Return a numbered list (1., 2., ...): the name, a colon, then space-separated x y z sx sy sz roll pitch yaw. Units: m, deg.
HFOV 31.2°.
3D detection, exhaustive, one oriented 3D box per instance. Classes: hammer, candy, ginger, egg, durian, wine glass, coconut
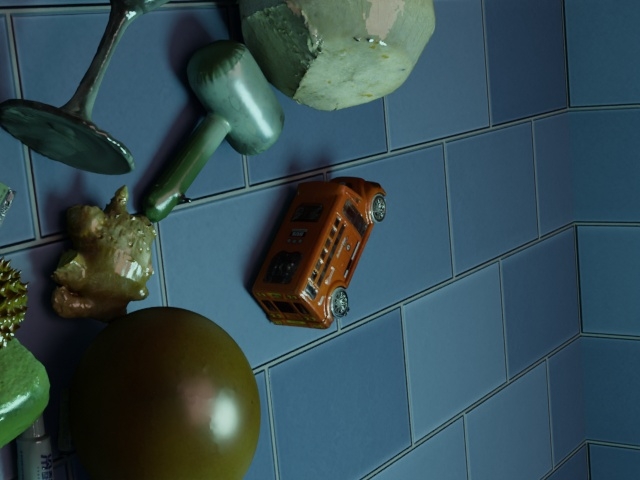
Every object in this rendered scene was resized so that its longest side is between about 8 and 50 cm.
1. hammer: -0.193 -0.163 1.912 0.335 0.119 0.206 -58 134 -27
2. candy: -0.499 0.248 1.465 0.132 0.142 0.343 50 41 4
3. ginger: -0.322 0.021 1.727 0.157 0.102 0.216 17 81 -27
4. egg: -0.229 0.260 1.708 0.282 0.282 0.351 -53 152 -40
5. durian: -0.470 0.090 1.479 0.144 0.139 0.252 47 53 -30
6. wine glass: -0.289 -0.314 1.642 0.267 0.267 0.406 43 61 -47
7. coconut: 0.018 -0.430 2.009 0.346 0.346 0.360 27 50 -53

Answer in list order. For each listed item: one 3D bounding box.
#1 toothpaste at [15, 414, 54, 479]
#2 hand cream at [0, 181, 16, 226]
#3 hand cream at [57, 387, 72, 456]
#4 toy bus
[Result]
1. toothpaste: -0.410 0.392 1.665 0.075 0.048 0.297 -17 109 -57
2. hand cream: -0.490 -0.083 1.528 0.235 0.055 0.086 49 55 -53
3. hand cream: -0.381 0.273 1.722 0.035 0.022 0.102 15 73 -54
4. toy bus: 0.000 0.000 2.156 0.153 0.143 0.329 53 51 -42
